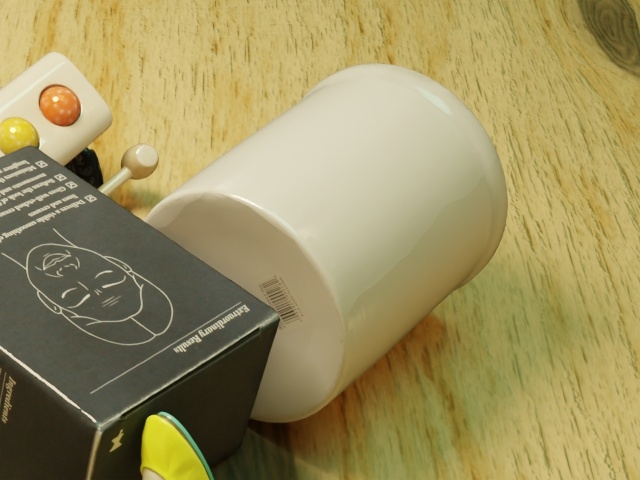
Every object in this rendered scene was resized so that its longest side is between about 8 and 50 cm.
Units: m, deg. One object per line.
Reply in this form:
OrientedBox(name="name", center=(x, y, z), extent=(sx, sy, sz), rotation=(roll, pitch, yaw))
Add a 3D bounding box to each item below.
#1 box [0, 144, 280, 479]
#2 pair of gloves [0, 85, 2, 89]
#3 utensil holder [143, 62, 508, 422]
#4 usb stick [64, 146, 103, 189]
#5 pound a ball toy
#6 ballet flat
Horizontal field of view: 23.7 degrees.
OrientedBox(name="box", center=(-0.299, 0.111, 1.683), extent=(0.395, 0.212, 0.293), rotation=(33, 37, 23))
OrientedBox(name="pair of gloves", center=(-0.563, -0.199, 2.146), extent=(0.240, 0.042, 0.204), rotation=(10, 35, -12))
OrientedBox(name="utensil holder", center=(0.000, 0.000, 1.876), extent=(0.328, 0.327, 0.385), rotation=(31, 40, 18))
OrientedBox(name="usb stick", center=(-0.419, -0.075, 2.016), extent=(0.278, 0.045, 0.077), rotation=(-11, 84, -34))
OrientedBox(name="pound a ball toy", center=(-0.360, -0.098, 1.949), extent=(0.208, 0.136, 0.319), rotation=(50, 55, -7))
OrientedBox(name="ballet flat", center=(-0.136, 0.278, 1.532), extent=(0.077, 0.231, 0.077), rotation=(15, 48, 42))
